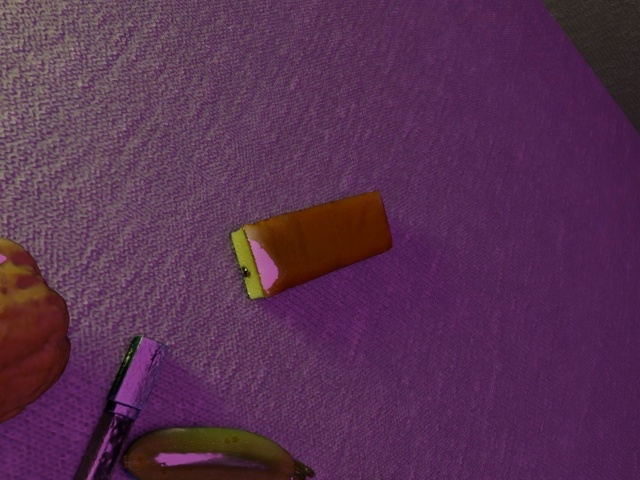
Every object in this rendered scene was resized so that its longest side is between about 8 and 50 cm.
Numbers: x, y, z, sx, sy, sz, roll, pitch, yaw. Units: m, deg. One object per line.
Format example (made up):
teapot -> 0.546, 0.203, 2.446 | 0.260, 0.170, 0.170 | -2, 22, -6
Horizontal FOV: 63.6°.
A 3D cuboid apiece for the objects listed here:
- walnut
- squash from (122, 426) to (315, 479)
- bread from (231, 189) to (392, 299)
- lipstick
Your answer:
walnut -> -0.430, 0.112, 0.585 | 0.257, 0.225, 0.257 | -25, 124, -44
squash -> -0.145, 0.353, 0.837 | 0.341, 0.094, 0.094 | 20, 67, -30
bread -> 0.000, 0.000, 1.042 | 0.361, 0.077, 0.138 | -18, 89, -39
lipstick -> -0.309, 0.294, 0.749 | 0.051, 0.051, 0.312 | 32, 63, -29
